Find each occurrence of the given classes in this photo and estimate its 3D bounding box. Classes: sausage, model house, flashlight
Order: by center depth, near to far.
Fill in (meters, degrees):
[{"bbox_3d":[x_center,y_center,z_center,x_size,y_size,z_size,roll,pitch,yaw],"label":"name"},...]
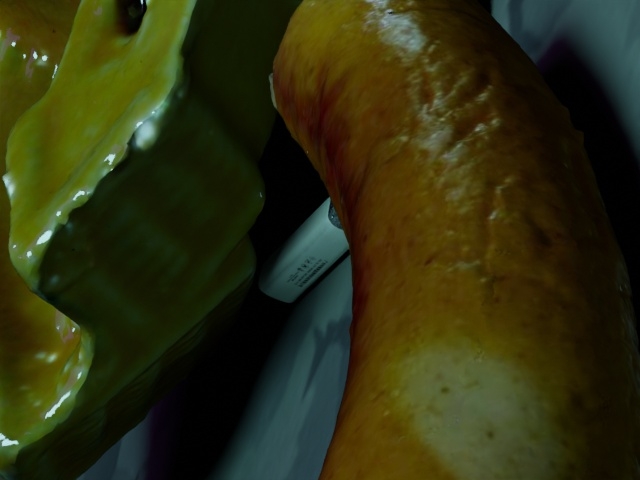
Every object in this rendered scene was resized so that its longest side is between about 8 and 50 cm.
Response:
[{"bbox_3d":[0.034,0.022,0.498,0.103,0.076,0.302,-33,35,23],"label":"sausage"},{"bbox_3d":[0.000,0.000,0.741,0.083,0.018,0.018,-45,29,54],"label":"flashlight"},{"bbox_3d":[-0.110,-0.013,0.790,0.268,0.173,0.239,108,178,-71],"label":"model house"}]
